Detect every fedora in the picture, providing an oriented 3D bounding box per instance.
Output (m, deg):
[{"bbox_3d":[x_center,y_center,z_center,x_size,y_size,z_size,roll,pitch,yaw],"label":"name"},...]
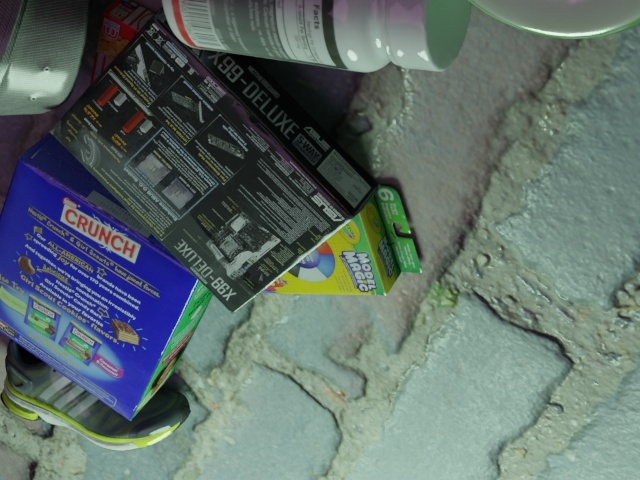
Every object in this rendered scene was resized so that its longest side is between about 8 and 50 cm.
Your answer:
[{"bbox_3d":[-0.335,-0.227,1.784,0.124,0.243,0.275,17,130,-22],"label":"fedora"}]

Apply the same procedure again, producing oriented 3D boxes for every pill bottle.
[{"bbox_3d":[-0.001,-0.255,1.571,0.283,0.161,0.161,11,129,23],"label":"pill bottle"}]

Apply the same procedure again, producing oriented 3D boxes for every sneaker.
[{"bbox_3d":[-0.318,0.199,2.164,0.300,0.111,0.121,11,125,21],"label":"sneaker"}]

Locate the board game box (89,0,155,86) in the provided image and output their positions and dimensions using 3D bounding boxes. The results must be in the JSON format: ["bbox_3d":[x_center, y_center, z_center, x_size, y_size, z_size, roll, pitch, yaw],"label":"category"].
[{"bbox_3d":[-0.195,-0.170,1.834,0.147,0.045,0.193,27,134,10],"label":"board game box"}]

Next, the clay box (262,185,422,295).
[{"bbox_3d":[0.000,0.000,1.849,0.222,0.053,0.127,0,124,32],"label":"clay box"}]

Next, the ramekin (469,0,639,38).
[{"bbox_3d":[0.224,-0.326,1.388,0.303,0.148,0.303,16,131,19],"label":"ramekin"}]

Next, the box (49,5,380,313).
[{"bbox_3d":[-0.123,-0.092,1.763,0.307,0.076,0.242,45,133,-6],"label":"box"}]

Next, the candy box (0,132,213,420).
[{"bbox_3d":[-0.277,0.039,1.998,0.268,0.122,0.317,34,136,4],"label":"candy box"}]
